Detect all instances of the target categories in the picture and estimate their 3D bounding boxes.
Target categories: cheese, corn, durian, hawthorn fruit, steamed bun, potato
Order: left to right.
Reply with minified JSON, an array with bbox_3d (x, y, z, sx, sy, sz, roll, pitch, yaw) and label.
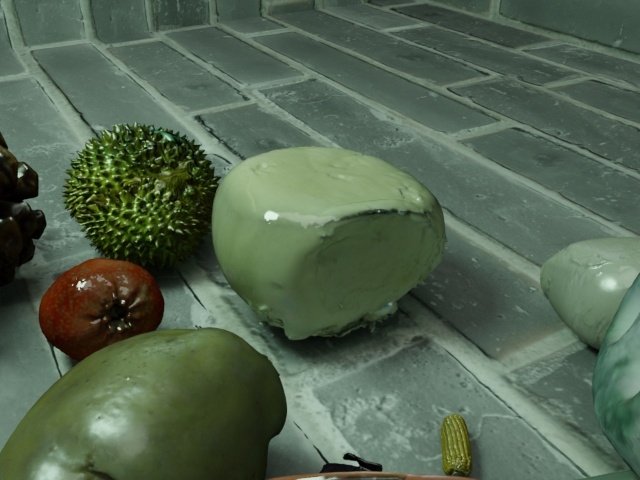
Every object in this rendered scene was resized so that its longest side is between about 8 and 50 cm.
[{"bbox_3d":[-0.335,0.082,1.003,0.165,0.165,0.285,-15,21,-24],"label":"hawthorn fruit"},{"bbox_3d":[-0.177,0.223,0.673,0.243,0.221,0.326,-1,39,19],"label":"potato"},{"bbox_3d":[-0.299,-0.085,1.174,0.291,0.224,0.291,26,18,-9],"label":"durian"},{"bbox_3d":[0.000,0.000,1.041,0.334,0.233,0.312,-2,27,-21],"label":"steamed bun"},{"bbox_3d":[0.162,0.247,0.811,0.037,0.037,0.092,2,31,4],"label":"corn"},{"bbox_3d":[0.439,0.081,0.973,0.198,0.154,0.189,-6,13,-2],"label":"cheese"}]

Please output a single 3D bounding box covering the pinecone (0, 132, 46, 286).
[{"bbox_3d":[-0.582,-0.053,1.028,0.384,0.384,0.384,0,31,0],"label":"pinecone"}]

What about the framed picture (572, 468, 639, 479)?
[{"bbox_3d":[0.187,0.337,0.584,0.232,0.019,0.296,-22,22,26],"label":"framed picture"}]

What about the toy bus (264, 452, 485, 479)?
[{"bbox_3d":[0.028,0.312,0.326,0.233,0.427,0.203,8,31,19],"label":"toy bus"}]

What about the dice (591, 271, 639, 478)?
[{"bbox_3d":[0.489,0.123,0.639,0.328,0.330,0.348,31,20,10],"label":"dice"}]
